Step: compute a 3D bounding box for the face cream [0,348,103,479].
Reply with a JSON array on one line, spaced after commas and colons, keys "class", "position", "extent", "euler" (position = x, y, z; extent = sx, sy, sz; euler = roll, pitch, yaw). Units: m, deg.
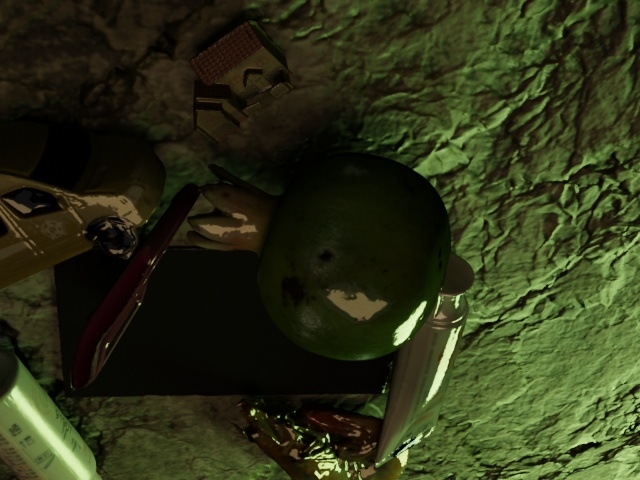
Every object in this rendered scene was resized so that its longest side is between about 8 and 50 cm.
[{"class": "face cream", "position": [-0.313, 0.227, 1.022], "extent": [0.082, 0.082, 0.269], "euler": [-14, 137, 4]}]

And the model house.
[{"class": "model house", "position": [-0.072, -0.127, 0.720], "extent": [0.083, 0.057, 0.058], "euler": [-29, 137, 21]}]

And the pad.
[{"class": "pad", "position": [-0.090, 0.094, 0.978], "extent": [0.368, 0.007, 0.247], "euler": [1, 135, -10]}]

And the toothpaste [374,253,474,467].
[{"class": "toothpaste", "position": [0.115, 0.145, 1.021], "extent": [0.100, 0.066, 0.323], "euler": [-27, 143, -28]}]

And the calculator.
[{"class": "calculator", "position": [-0.169, 0.038, 0.820], "extent": [0.034, 0.126, 0.190], "euler": [31, 124, -5]}]

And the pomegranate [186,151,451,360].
[{"class": "pomegranate", "position": [-0.001, 0.002, 0.788], "extent": [0.225, 0.187, 0.187], "euler": [20, 131, -1]}]

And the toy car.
[{"class": "toy car", "position": [-0.260, -0.027, 0.758], "extent": [0.257, 0.101, 0.124], "euler": [-23, 127, 15]}]

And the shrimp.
[{"class": "shrimp", "position": [0.011, 0.242, 1.105], "extent": [0.152, 0.063, 0.287], "euler": [-29, 136, 16]}]
